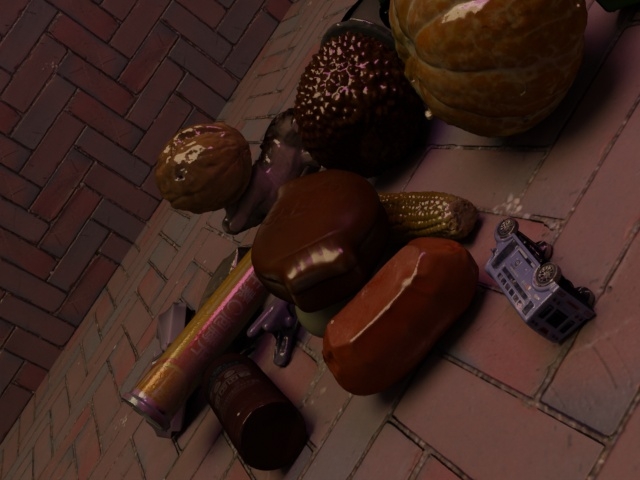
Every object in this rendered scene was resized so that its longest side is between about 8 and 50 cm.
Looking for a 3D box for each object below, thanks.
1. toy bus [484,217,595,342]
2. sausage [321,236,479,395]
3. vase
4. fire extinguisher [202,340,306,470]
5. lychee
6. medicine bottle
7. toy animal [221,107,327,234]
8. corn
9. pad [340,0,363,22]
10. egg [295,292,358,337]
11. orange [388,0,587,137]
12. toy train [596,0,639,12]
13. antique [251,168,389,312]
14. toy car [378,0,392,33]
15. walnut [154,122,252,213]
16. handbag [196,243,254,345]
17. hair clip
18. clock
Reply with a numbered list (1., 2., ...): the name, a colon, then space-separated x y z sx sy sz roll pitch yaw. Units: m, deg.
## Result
1. toy bus: 0.250 0.042 0.818 0.076 0.073 0.167 -50 24 17
2. sausage: 0.109 0.104 0.944 0.258 0.133 0.133 -49 24 8
3. vase: 0.174 -0.457 1.481 0.245 0.245 0.291 -14 37 58
4. fire extinguisher: -0.128 0.270 1.205 0.135 0.114 0.337 -43 22 -11
5. lychee: 0.071 -0.265 1.327 0.267 0.267 0.267 -43 26 27
6. medicine bottle: -0.211 0.169 1.356 0.426 0.108 0.108 -53 20 -23
7. toy animal: -0.128 -0.155 1.690 0.344 0.194 0.303 -53 29 0
8. corn: 0.132 -0.036 1.136 0.320 0.097 0.097 1 59 60
9. pad: 0.077 -0.516 1.691 0.315 0.063 0.375 -50 -8 -26
10. egg: 0.015 0.094 1.155 0.114 0.114 0.152 -34 33 41
11. orange: 0.238 -0.313 1.003 0.249 0.329 0.329 -21 29 4
12. toy train: 0.443 -0.466 0.977 0.132 0.188 0.243 3 63 62
13. antique: 0.000 0.000 1.067 0.224 0.129 0.278 -27 34 5
14. toy car: 0.253 -0.470 1.254 0.213 0.359 0.176 -42 53 38
15. walnut: -0.258 -0.160 1.527 0.245 0.198 0.198 -27 33 23
16. handbag: -0.192 0.125 1.518 0.182 0.117 0.270 -36 35 50
17. hair clip: -0.051 0.097 1.314 0.137 0.090 0.278 -16 44 48
18. clock: -0.329 0.282 1.501 0.186 0.083 0.253 -103 23 -61
